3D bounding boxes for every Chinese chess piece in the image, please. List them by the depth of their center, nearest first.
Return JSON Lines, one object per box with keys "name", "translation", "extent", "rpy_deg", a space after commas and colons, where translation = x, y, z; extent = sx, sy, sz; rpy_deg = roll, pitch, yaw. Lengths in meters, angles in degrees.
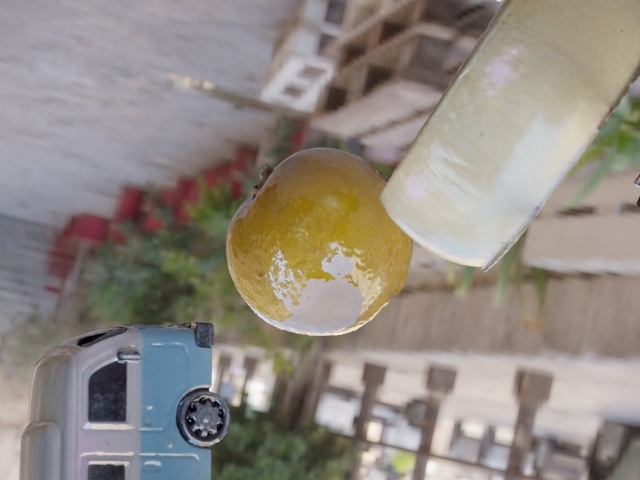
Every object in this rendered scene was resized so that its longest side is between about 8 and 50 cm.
{"name": "Chinese chess piece", "translation": [0.156, -0.105, 1.242], "extent": [0.112, 0.270, 0.270], "rpy_deg": [34, 175, 1]}

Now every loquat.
{"name": "loquat", "translation": [0.000, 0.000, 1.749], "extent": [0.208, 0.208, 0.208], "rpy_deg": [12, 174, 1]}

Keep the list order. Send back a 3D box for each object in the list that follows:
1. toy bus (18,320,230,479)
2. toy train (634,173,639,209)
{"name": "toy bus", "translation": [-0.081, 0.093, 0.639], "extent": [0.075, 0.123, 0.060], "rpy_deg": [5, 170, -31]}
{"name": "toy train", "translation": [0.244, -0.049, 0.929], "extent": [0.087, 0.138, 0.050], "rpy_deg": [-8, -124, -44]}
